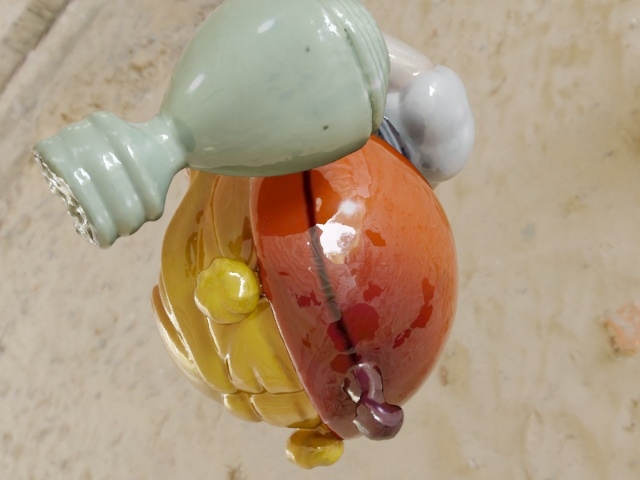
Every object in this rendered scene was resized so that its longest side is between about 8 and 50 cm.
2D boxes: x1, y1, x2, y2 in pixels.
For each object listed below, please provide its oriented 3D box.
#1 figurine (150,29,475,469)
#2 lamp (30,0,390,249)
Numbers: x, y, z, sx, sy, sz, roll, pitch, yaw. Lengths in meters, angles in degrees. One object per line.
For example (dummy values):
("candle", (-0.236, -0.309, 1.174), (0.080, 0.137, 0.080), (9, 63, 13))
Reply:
("figurine", (0.005, -0.002, 0.683), (0.196, 0.320, 0.323), (-3, 45, 26))
("lamp", (-0.049, -0.066, 0.514), (0.193, 0.106, 0.106), (-33, 27, -14))
